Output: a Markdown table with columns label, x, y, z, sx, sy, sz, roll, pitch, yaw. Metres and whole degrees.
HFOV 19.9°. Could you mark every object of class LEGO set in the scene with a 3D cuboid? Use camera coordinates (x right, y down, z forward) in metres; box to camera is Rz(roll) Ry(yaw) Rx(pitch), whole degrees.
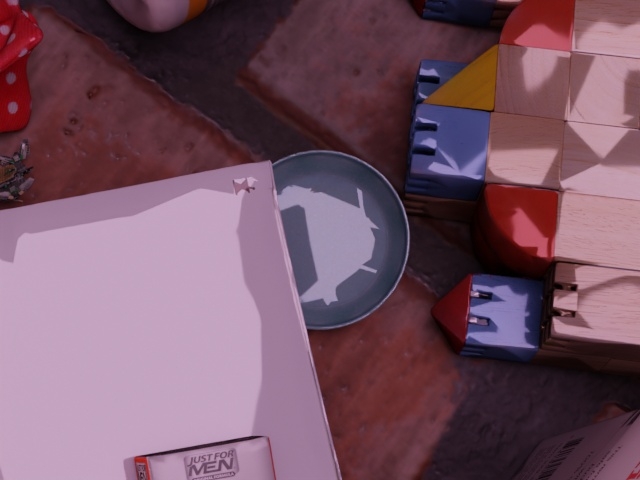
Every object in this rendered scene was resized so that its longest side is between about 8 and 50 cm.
| label | x | y | z | sx | sy | sz | roll | pitch | yaw |
| --- | --- | --- | --- | --- | --- | --- | --- | --- | --- |
| LEGO set | -0.208 | -0.029 | 1.173 | 0.083 | 0.054 | 0.023 | -44 | 128 | -18 |

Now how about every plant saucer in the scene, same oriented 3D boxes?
| label | x | y | z | sx | sy | sz | roll | pitch | yaw |
| --- | --- | --- | --- | --- | --- | --- | --- | --- | --- |
| plant saucer | 0.000 | 0.000 | 1.213 | 0.119 | 0.021 | 0.119 | 0 | 86 | 3 |

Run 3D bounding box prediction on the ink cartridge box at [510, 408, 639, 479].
| label | x | y | z | sx | sy | sz | roll | pitch | yaw |
| --- | --- | --- | --- | --- | --- | --- | --- | --- | --- |
| ink cartridge box | 0.165 | 0.213 | 1.078 | 0.121 | 0.289 | 0.211 | 42 | 72 | -2 |

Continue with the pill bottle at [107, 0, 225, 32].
| label | x | y | z | sx | sy | sz | roll | pitch | yaw |
| --- | --- | --- | --- | --- | --- | --- | --- | --- | --- |
| pill bottle | -0.033 | -0.265 | 1.204 | 0.278 | 0.162 | 0.162 | -32 | 87 | -18 |

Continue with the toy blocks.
| label | x | y | z | sx | sy | sz | roll | pitch | yaw |
| --- | --- | --- | --- | --- | --- | --- | --- | --- | --- |
| toy blocks | 0.170 | -0.064 | 1.220 | 0.261 | 0.191 | 0.381 | 6 | 75 | -1 |

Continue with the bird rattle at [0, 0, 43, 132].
| label | x | y | z | sx | sy | sz | roll | pitch | yaw |
| --- | --- | --- | --- | --- | --- | --- | --- | --- | --- |
| bird rattle | -0.295 | -0.166 | 1.164 | 0.207 | 0.143 | 0.253 | -17 | 95 | -5 |

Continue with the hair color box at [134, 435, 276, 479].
| label | x | y | z | sx | sy | sz | roll | pitch | yaw |
| --- | --- | --- | --- | --- | --- | --- | --- | --- | --- |
| hair color box | -0.055 | 0.183 | 1.007 | 0.072 | 0.043 | 0.141 | -8 | 87 | -16 |

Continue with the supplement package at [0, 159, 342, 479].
| label | x | y | z | sx | sy | sz | roll | pitch | yaw |
| --- | --- | --- | --- | --- | --- | --- | --- | --- | --- |
| supplement package | -0.112 | 0.105 | 1.101 | 0.204 | 0.145 | 0.262 | -11 | 84 | -16 |
